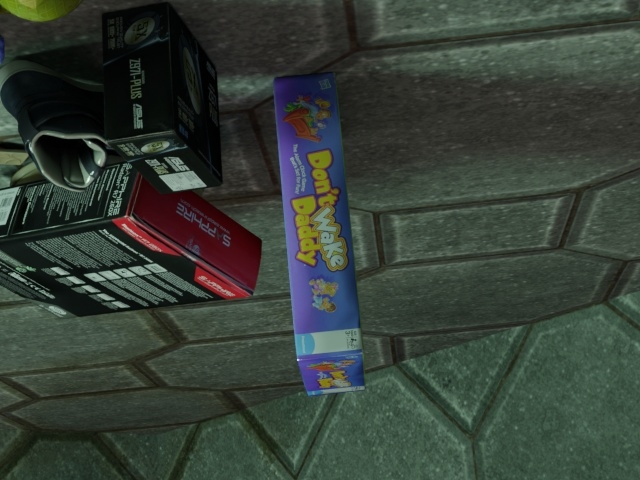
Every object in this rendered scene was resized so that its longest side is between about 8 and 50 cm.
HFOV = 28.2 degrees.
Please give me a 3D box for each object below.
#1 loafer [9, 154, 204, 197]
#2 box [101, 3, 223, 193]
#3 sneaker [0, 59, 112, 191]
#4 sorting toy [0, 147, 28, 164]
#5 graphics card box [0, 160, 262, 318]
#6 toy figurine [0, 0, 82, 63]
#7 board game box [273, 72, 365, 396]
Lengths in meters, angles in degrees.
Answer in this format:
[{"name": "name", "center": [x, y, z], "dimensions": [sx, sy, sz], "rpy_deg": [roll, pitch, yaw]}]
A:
[{"name": "loafer", "center": [-0.285, -0.065, 1.723], "dimensions": [0.268, 0.092, 0.102], "rpy_deg": [-4, 163, -2]}, {"name": "box", "center": [-0.169, -0.149, 1.388], "dimensions": [0.077, 0.147, 0.180], "rpy_deg": [-8, 162, 10]}, {"name": "sneaker", "center": [-0.245, -0.114, 1.437], "dimensions": [0.226, 0.163, 0.086], "rpy_deg": [11, 120, -40]}, {"name": "sorting toy", "center": [-0.424, -0.112, 1.664], "dimensions": [0.083, 0.012, 0.062], "rpy_deg": [2, 167, -32]}, {"name": "graphics card box", "center": [-0.288, 0.008, 1.665], "dimensions": [0.371, 0.094, 0.233], "rpy_deg": [-10, 148, 38]}, {"name": "toy figurine", "center": [-0.368, -0.182, 1.103], "dimensions": [0.191, 0.217, 0.362], "rpy_deg": [-18, 158, 36]}, {"name": "board game box", "center": [0.000, 0.000, 1.581], "dimensions": [0.078, 0.347, 0.233], "rpy_deg": [-6, 163, 1]}]
